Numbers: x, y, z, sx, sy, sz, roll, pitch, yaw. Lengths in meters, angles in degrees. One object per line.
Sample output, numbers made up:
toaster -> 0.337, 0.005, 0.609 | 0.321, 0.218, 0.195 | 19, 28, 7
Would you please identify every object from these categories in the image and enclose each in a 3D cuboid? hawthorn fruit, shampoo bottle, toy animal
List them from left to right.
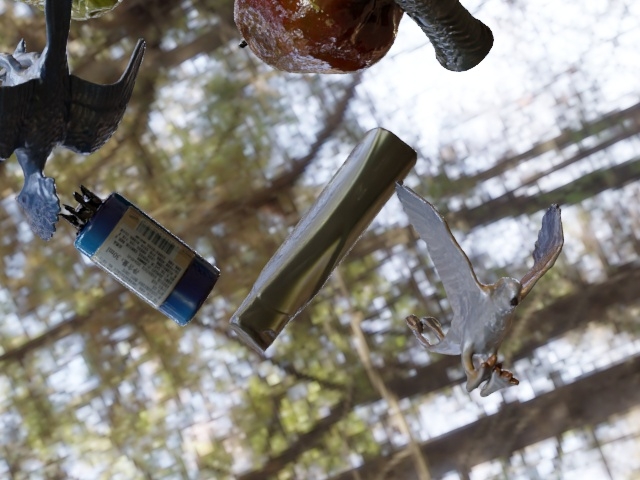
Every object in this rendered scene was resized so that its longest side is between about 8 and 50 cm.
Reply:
toy animal -> -0.284, -0.139, 1.454 | 0.239, 0.255, 0.176 | -16, -128, -47
shampoo bottle -> -0.198, 0.010, 1.502 | 0.183, 0.050, 0.087 | 38, -132, -10
hawthorn fruit -> -0.016, -0.318, 1.850 | 0.224, 0.261, 0.224 | 19, -116, -48
shampoo bottle -> 0.000, 0.000, 1.930 | 0.084, 0.350, 0.125 | 39, 164, -5
toy animal -> 0.185, 0.105, 1.858 | 0.225, 0.284, 0.302 | 10, -141, -12

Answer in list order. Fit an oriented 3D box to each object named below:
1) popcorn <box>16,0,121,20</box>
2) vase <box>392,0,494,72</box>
popcorn -> -0.301, -0.375, 1.646 | 0.181, 0.235, 0.217 | 7, -105, -24
vase -> 0.125, -0.289, 1.657 | 0.237, 0.115, 0.115 | 42, -148, -51
